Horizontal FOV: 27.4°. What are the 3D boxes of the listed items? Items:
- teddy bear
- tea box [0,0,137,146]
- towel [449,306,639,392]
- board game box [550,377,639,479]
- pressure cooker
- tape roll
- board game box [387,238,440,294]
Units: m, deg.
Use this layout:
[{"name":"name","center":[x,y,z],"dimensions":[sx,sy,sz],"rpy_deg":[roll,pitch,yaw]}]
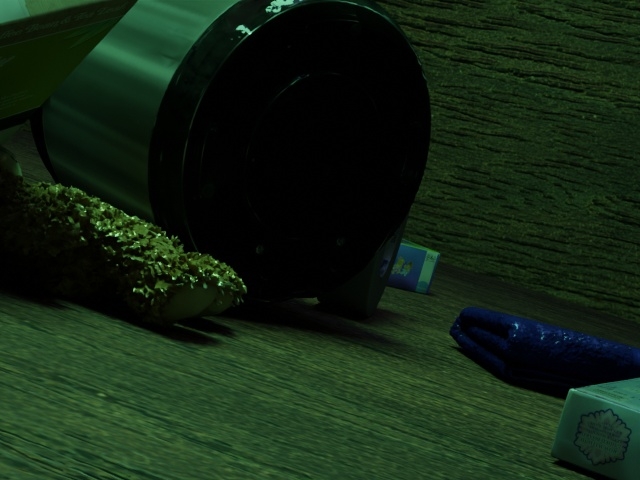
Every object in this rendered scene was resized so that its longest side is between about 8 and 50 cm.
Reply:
[{"name":"teddy bear","center":[-0.228,-0.006,1.245],"dimensions":[0.338,0.113,0.245],"rpy_deg":[18,2,24]},{"name":"tea box","center":[-0.388,-0.256,1.176],"dimensions":[0.220,0.329,0.323],"rpy_deg":[-26,-7,-47]},{"name":"towel","center":[0.328,0.155,1.597],"dimensions":[0.308,0.076,0.227],"rpy_deg":[15,-3,-11]},{"name":"board game box","center":[0.399,0.205,1.167],"dimensions":[0.318,0.066,0.318],"rpy_deg":[18,4,25]},{"name":"pressure cooker","center":[-0.132,-0.152,1.511],"dimensions":[0.375,0.370,0.420],"rpy_deg":[-19,28,-33]},{"name":"tape roll","center":[0.062,-0.014,1.717],"dimensions":[0.072,0.219,0.219],"rpy_deg":[16,4,9]},{"name":"board game box","center":[0.000,0.000,2.282],"dimensions":[0.347,0.078,0.233],"rpy_deg":[14,5,-34]}]
